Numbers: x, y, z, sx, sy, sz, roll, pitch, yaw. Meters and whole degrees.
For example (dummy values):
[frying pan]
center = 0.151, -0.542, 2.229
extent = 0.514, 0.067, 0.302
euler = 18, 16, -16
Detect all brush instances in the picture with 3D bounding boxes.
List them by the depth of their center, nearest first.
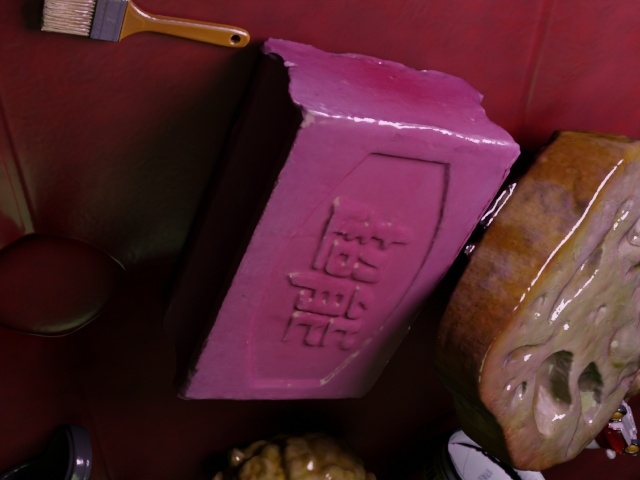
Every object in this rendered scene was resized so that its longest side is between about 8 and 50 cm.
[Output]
[brush]
center = -0.136, -0.173, 0.686
extent = 0.169, 0.014, 0.043
euler = 4, 133, -27

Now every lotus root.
[lotus root]
center = 0.259, 0.072, 0.927
extent = 0.374, 0.111, 0.391
euler = -14, 121, -39

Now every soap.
[soap]
center = 0.000, 0.000, 0.839
extent = 0.232, 0.128, 0.360
euler = 5, 130, -28

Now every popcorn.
[popcorn]
center = -0.036, 0.374, 1.135
extent = 0.249, 0.225, 0.249
euler = -14, 134, -15

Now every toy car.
[toy car]
center = 0.420, 0.270, 1.320
extent = 0.112, 0.112, 0.139
euler = -20, 130, 22

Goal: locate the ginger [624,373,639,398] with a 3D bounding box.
[ginger]
center = 0.356, 0.172, 1.179
extent = 0.262, 0.109, 0.116
euler = 6, 155, -27

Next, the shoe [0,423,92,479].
[shoe]
center = -0.358, 0.313, 1.025
extent = 0.093, 0.108, 0.241
euler = 17, 118, -34

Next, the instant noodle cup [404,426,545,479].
[instant noodle cup]
center = 0.192, 0.463, 1.316
extent = 0.284, 0.284, 0.312
euler = 14, 119, -33
